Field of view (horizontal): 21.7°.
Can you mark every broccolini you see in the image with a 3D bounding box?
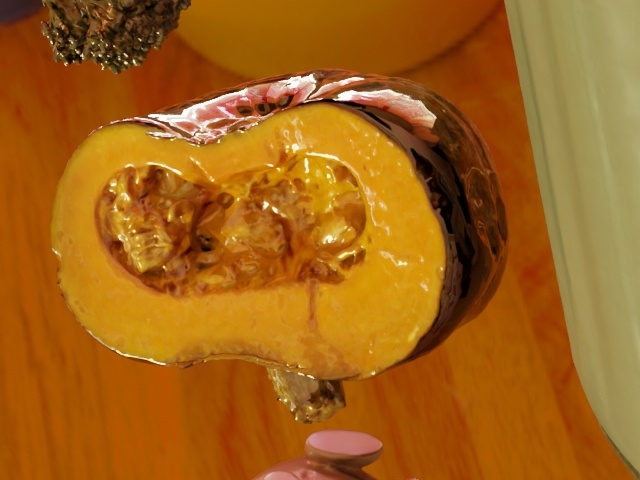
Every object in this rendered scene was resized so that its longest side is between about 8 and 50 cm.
[{"bbox_3d":[-0.141,-0.163,0.725,0.067,0.058,0.216,-38,85,-12],"label":"broccolini"}]

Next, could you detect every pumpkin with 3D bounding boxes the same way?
[{"bbox_3d":[0.000,0.000,1.189,0.325,0.242,0.232,2,9,31],"label":"pumpkin"}]

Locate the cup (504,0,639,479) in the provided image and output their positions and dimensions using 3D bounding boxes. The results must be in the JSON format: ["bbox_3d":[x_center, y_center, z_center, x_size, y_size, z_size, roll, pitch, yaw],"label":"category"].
[{"bbox_3d":[0.199,-0.161,0.416,0.310,0.392,0.401,7,41,39],"label":"cup"}]

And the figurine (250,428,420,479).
[{"bbox_3d":[-0.001,0.183,0.939,0.125,0.138,0.125,0,23,0],"label":"figurine"}]
